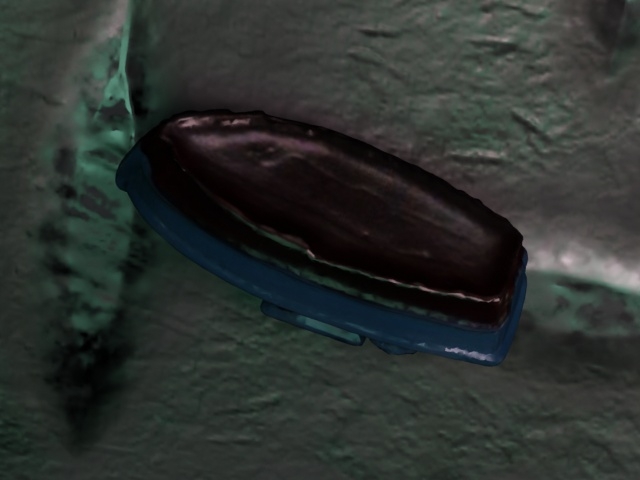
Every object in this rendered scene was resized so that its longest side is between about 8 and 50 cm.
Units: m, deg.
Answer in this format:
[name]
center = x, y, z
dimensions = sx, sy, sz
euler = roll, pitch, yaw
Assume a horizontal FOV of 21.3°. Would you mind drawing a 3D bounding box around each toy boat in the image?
[toy boat]
center = 0.000, 0.000, 0.879
dimensions = 0.223, 0.100, 0.097
euler = 21, 145, -1
